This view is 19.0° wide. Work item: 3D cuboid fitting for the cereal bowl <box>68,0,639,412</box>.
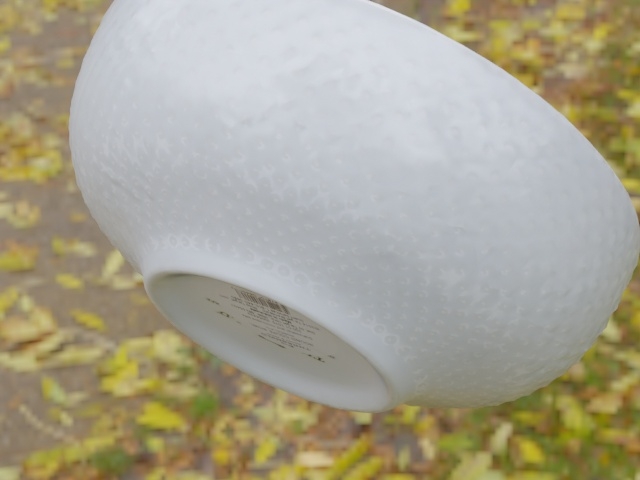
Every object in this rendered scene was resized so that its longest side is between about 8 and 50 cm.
[{"bbox_3d":[0.000,0.000,1.090,0.339,0.339,0.141,16,68,28],"label":"cereal bowl"}]
